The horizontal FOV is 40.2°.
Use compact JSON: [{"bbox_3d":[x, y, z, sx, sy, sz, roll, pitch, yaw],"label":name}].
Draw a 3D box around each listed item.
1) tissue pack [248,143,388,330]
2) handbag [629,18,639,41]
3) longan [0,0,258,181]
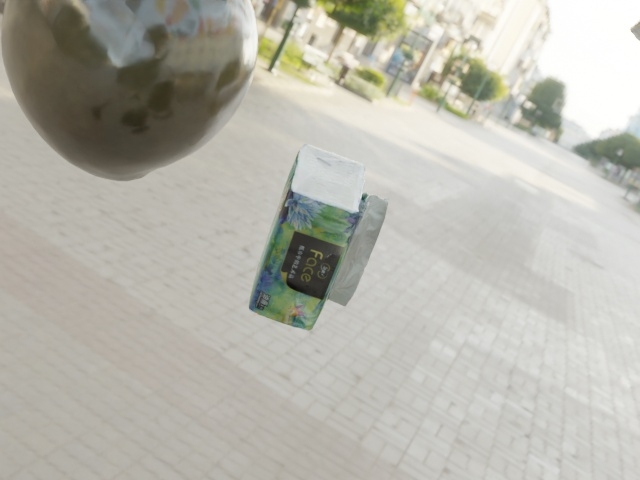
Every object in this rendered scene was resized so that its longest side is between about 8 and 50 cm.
[{"bbox_3d":[0.000,0.001,0.659,0.079,0.111,0.085,19,30,-4],"label":"tissue pack"},{"bbox_3d":[0.251,-0.119,0.218,0.075,0.332,0.191,62,16,-8],"label":"handbag"},{"bbox_3d":[-0.182,-0.185,0.846,0.258,0.258,0.258,26,12,-6],"label":"longan"}]
